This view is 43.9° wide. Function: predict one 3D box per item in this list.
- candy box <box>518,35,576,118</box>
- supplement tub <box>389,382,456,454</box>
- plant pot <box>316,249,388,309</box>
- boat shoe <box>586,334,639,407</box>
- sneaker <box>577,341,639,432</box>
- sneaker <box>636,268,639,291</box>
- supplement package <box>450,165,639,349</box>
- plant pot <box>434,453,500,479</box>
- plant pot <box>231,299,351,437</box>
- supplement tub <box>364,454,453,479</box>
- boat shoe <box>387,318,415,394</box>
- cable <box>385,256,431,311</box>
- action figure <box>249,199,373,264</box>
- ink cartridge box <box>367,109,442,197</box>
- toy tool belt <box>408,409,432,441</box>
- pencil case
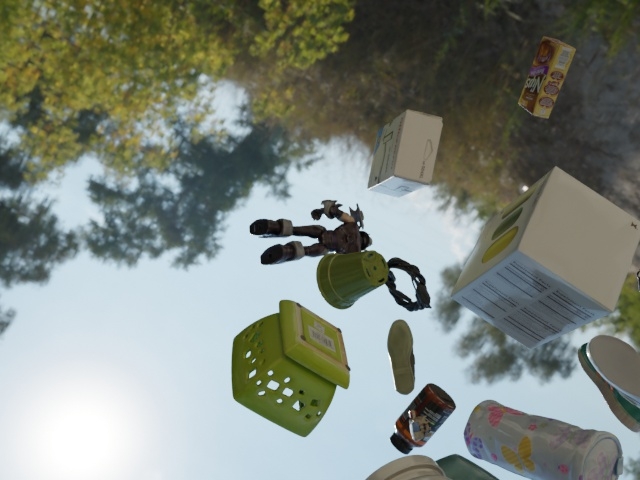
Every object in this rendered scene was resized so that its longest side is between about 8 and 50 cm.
[{"bbox_3d":[0.581,-0.421,2.050,0.053,0.187,0.109,10,-157,-13],"label":"candy box"},{"bbox_3d":[0.277,0.497,2.197,0.106,0.198,0.106,36,-168,-9],"label":"supplement tub"},{"bbox_3d":[0.050,0.047,1.105,0.083,0.079,0.083,18,-118,-37],"label":"plant pot"},{"bbox_3d":[0.682,0.305,1.722,0.267,0.096,0.088,33,161,3],"label":"boat shoe"},{"bbox_3d":[0.762,0.343,2.012,0.108,0.121,0.302,29,-158,-25],"label":"sneaker"},{"bbox_3d":[0.710,0.067,1.660,0.120,0.299,0.112,-19,-155,-8],"label":"sneaker"},{"bbox_3d":[0.410,0.040,1.462,0.198,0.199,0.263,33,153,-3],"label":"supplement package"},{"bbox_3d":[0.319,0.612,1.832,0.290,0.196,0.290,30,177,2],"label":"plant pot"},{"bbox_3d":[-0.062,0.292,1.899,0.228,0.207,0.227,35,-158,-25],"label":"plant pot"},{"bbox_3d":[0.175,0.482,1.197,0.191,0.191,0.272,20,-158,-38],"label":"supplement tub"},{"bbox_3d":[0.247,0.357,2.424,0.081,0.228,0.069,-4,165,7],"label":"boat shoe"},{"bbox_3d":[0.236,0.119,2.231,0.150,0.047,0.185,4,129,54],"label":"cable"},{"bbox_3d":[0.000,0.000,1.671,0.284,0.099,0.186,2,-112,-36],"label":"action figure"},{"bbox_3d":[0.178,-0.183,1.713,0.085,0.148,0.203,13,172,-11],"label":"ink cartridge box"},{"bbox_3d":[0.245,0.449,1.946,0.051,0.083,0.052,-11,-163,-10],"label":"toy tool belt"},{"bbox_3d":[0.382,0.356,1.379,0.124,0.114,0.273,-12,-169,-38],"label":"pencil case"}]
